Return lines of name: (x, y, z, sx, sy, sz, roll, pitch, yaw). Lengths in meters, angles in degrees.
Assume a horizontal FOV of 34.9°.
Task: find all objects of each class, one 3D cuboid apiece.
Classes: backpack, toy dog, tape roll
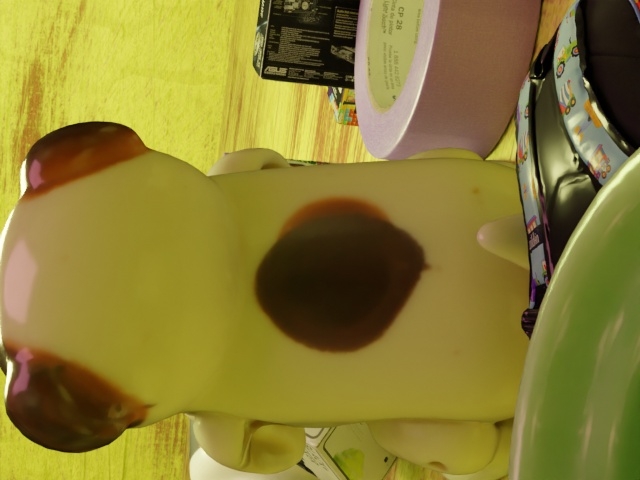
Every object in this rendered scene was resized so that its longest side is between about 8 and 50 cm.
backpack: (0.170, -0.042, 0.535, 0.158, 0.117, 0.173, 112, 158, -54)
toy dog: (-0.035, 0.056, 0.755, 0.395, 0.408, 0.284, 174, 100, -78)
tape roll: (0.108, -0.208, 0.943, 0.275, 0.090, 0.275, -176, 90, -78)

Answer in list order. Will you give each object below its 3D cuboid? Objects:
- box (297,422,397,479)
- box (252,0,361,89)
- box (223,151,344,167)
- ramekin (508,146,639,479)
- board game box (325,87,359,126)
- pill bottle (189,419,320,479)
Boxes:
box: (-0.064, 0.147, 1.068, 0.087, 0.290, 0.169, -53, -33, -18)
box: (0.025, -0.245, 1.114, 0.077, 0.180, 0.147, -114, 31, -65)
box: (0.000, 0.000, 1.098, 0.293, 0.201, 0.057, -105, 23, -58)
ramekin: (0.188, 0.111, 0.331, 0.303, 0.148, 0.303, -175, 90, -78)
board game box: (0.045, -0.248, 1.337, 0.170, 0.048, 0.141, -104, 24, -56)
pill bottle: (-0.057, 0.215, 1.258, 0.210, 0.210, 0.363, 110, 160, -51)
